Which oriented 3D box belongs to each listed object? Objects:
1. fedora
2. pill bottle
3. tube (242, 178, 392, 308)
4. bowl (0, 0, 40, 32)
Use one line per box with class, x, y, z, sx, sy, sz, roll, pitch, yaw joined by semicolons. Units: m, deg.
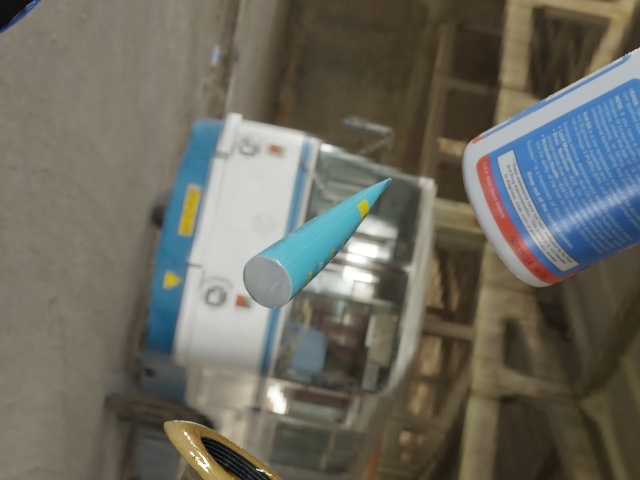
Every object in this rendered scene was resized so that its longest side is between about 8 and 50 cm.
fedora;-0.070;0.224;1.115;0.079;0.194;0.194;-52;-179;0
pill bottle;0.222;-0.064;0.973;0.221;0.124;0.124;-28;-150;27
tube;0.000;0.000;1.333;0.080;0.052;0.207;-44;177;38
bowl;-0.440;-0.348;1.440;0.391;0.391;0.077;102;-26;-45
